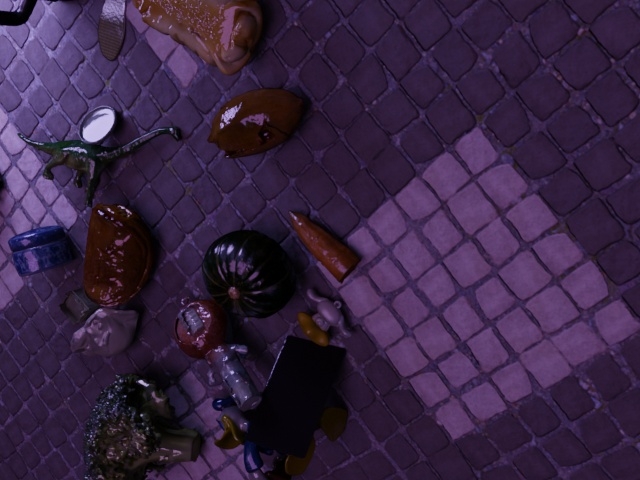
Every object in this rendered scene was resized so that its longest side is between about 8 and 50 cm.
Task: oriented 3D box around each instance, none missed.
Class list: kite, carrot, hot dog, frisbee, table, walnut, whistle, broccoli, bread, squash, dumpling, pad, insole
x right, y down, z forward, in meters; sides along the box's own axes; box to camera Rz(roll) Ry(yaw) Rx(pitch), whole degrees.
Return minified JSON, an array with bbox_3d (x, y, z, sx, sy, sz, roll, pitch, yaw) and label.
[{"bbox_3d":[-0.228,0.258,1.965,0.137,0.005,0.152,17,112,24],"label":"kite"},{"bbox_3d":[0.000,0.000,1.728,0.205,0.072,0.072,46,122,17],"label":"carrot"},{"bbox_3d":[-0.519,0.039,1.996,0.196,0.122,0.272,24,119,23],"label":"hot dog"},{"bbox_3d":[-0.546,-0.282,1.939,0.110,0.014,0.110,-11,60,20],"label":"frisbee"},{"bbox_3d":[-0.643,0.172,2.126,0.079,0.083,0.062,46,122,11],"label":"table"},{"bbox_3d":[-0.141,-0.254,1.692,0.245,0.137,0.137,-13,98,28],"label":"walnut"},{"bbox_3d":[-0.248,0.255,1.867,0.346,0.142,0.133,51,166,34],"label":"whistle"},{"bbox_3d":[-0.485,0.512,2.041,0.318,0.277,0.338,-18,105,13],"label":"broccoli"},{"bbox_3d":[-0.260,-0.496,1.684,0.311,0.121,0.172,36,116,16],"label":"bread"},{"bbox_3d":[-0.158,0.076,1.770,0.218,0.172,0.218,7,110,21],"label":"squash"},{"bbox_3d":[-0.571,0.241,2.072,0.229,0.151,0.124,-49,52,32],"label":"dumpling"},{"bbox_3d":[-0.056,0.349,1.787,0.160,0.265,0.009,11,154,27],"label":"pad"},{"bbox_3d":[-0.486,-0.549,1.865,0.086,0.005,0.253,27,116,20],"label":"insole"}]

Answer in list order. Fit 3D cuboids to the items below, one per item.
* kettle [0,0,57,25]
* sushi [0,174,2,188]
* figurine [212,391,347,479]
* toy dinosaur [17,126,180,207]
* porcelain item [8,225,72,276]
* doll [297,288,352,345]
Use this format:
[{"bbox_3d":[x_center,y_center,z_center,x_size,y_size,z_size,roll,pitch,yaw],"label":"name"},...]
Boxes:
[{"bbox_3d":[-0.705,-0.635,1.784,0.262,0.308,0.203,-27,90,32],"label":"kettle"},{"bbox_3d":[-0.988,-0.140,2.209,0.212,0.115,0.147,-24,92,32],"label":"sushi"},{"bbox_3d":[-0.129,0.470,1.910,0.338,0.204,0.283,23,122,35],"label":"figurine"},{"bbox_3d":[-0.570,-0.247,1.958,0.447,0.087,0.300,31,119,11],"label":"toy dinosaur"},{"bbox_3d":[-0.746,0.024,2.103,0.147,0.147,0.114,-11,99,32],"label":"porcelain item"},{"bbox_3d":[0.001,0.170,1.776,0.113,0.071,0.135,-22,89,25],"label":"doll"}]
